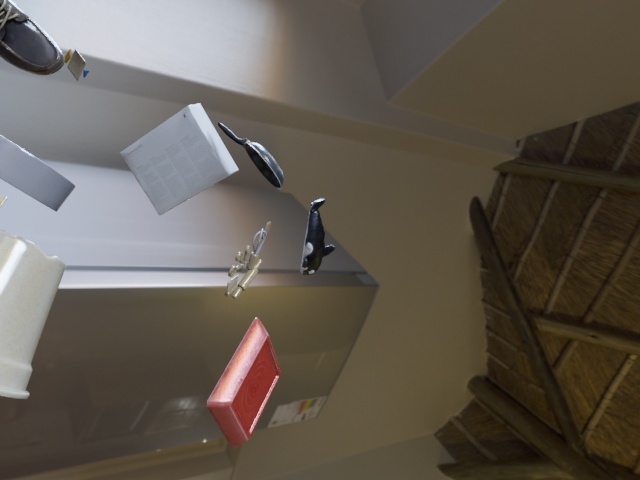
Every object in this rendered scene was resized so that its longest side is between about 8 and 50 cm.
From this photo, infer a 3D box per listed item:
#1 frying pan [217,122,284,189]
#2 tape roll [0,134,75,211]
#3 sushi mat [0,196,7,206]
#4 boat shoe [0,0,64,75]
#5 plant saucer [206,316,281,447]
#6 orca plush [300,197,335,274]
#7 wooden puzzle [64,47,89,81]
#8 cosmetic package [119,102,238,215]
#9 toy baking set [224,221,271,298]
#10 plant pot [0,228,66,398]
[{"bbox_3d":[-0.226,-0.292,1.628,0.053,0.197,0.326,-40,-129,-10],"label":"frying pan"},{"bbox_3d":[-0.638,-0.151,0.982,0.219,0.219,0.072,9,-116,56],"label":"tape roll"},{"bbox_3d":[-0.976,-0.028,1.246,0.316,0.151,0.019,-103,-162,-50],"label":"sushi mat"},{"bbox_3d":[-0.829,-0.565,1.184,0.132,0.355,0.130,-54,-168,-9],"label":"boat shoe"},{"bbox_3d":[-0.180,0.378,1.220,0.047,0.259,0.258,11,-42,19],"label":"plant saucer"},{"bbox_3d":[0.000,0.000,1.546,0.151,0.102,0.287,-91,-171,-68],"label":"orca plush"},{"bbox_3d":[-0.723,-0.522,1.387,0.078,0.014,0.116,-42,-106,31],"label":"wooden puzzle"},{"bbox_3d":[-0.542,-0.303,1.787,0.377,0.097,0.284,-24,-75,24],"label":"cosmetic package"},{"bbox_3d":[-0.216,0.065,1.457,0.030,0.256,0.197,27,-39,10],"label":"toy baking set"},{"bbox_3d":[-0.735,0.143,1.017,0.334,0.333,0.305,-17,-131,54],"label":"plant pot"}]
